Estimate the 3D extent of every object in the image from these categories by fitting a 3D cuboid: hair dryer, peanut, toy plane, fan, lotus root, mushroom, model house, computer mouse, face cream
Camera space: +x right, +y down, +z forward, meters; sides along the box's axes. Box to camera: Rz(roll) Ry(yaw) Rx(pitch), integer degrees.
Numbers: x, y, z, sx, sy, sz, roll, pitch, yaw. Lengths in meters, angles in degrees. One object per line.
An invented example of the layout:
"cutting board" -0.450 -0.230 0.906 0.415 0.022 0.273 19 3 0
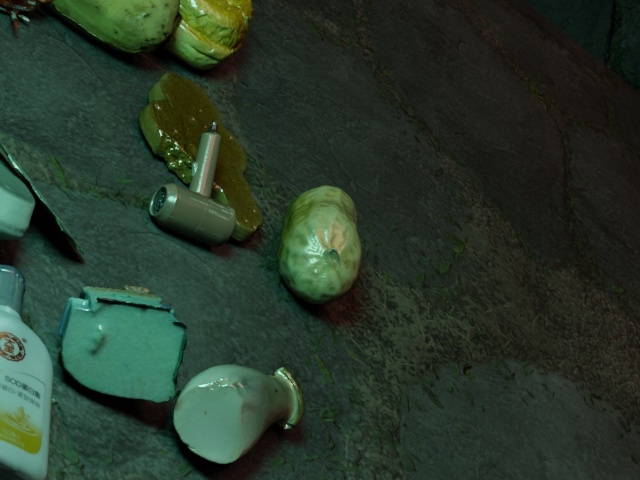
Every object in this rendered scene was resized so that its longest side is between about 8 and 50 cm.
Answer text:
"hair dryer" -0.174 -0.091 1.973 0.117 0.064 0.182 24 62 -32
"peanut" 0.000 0.000 2.075 0.129 0.129 0.224 32 28 -22
"toy plane" -0.479 -0.371 2.006 0.194 0.077 0.126 18 28 -25
"fan" -0.371 -0.077 1.743 0.240 0.009 0.131 53 -8 3
"lotus root" -0.344 -0.401 2.126 0.284 0.160 0.146 32 -11 -24
"mushroom" -0.100 0.205 1.719 0.116 0.093 0.225 70 21 1
"model house" -0.240 0.109 1.656 0.148 0.120 0.149 10 13 -14
"computer mouse" -0.426 -0.075 1.670 0.128 0.079 0.231 36 9 -43
"face cream" -0.351 0.142 1.479 0.144 0.071 0.291 29 31 -27

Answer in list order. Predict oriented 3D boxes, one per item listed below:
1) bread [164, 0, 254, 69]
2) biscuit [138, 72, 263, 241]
"bread" -0.212 -0.389 2.322 0.198 0.120 0.236 41 29 -10
"biscuit" -0.180 -0.128 2.094 0.183 0.047 0.320 -7 57 -53
